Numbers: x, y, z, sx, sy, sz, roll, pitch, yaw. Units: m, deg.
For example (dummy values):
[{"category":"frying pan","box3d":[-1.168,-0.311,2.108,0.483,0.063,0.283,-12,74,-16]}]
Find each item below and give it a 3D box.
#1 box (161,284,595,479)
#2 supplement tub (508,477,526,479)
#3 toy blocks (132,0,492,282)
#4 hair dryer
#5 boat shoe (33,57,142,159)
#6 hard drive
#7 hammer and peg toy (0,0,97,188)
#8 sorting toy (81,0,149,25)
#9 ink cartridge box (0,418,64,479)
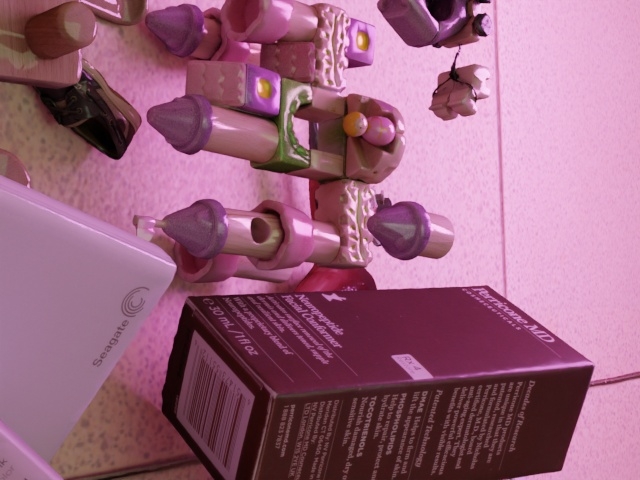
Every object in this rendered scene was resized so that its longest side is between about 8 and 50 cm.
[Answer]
[{"category":"box","box3d":[0.060,0.147,1.189,0.381,0.191,0.143,0,114,-34]},{"category":"supplement tub","box3d":[0.068,0.311,1.285,0.316,0.228,0.228,-19,102,-54]},{"category":"toy blocks","box3d":[-0.045,-0.112,1.103,0.260,0.309,0.289,11,78,-43]},{"category":"hair dryer","box3d":[0.000,0.000,1.349,0.224,0.080,0.294,55,33,-38]},{"category":"boat shoe","box3d":[-0.216,-0.123,1.074,0.152,0.056,0.049,37,53,-47]},{"category":"hard drive","box3d":[-0.291,0.054,0.869,0.233,0.047,0.353,-55,141,5]},{"category":"hammer and peg toy","box3d":[-0.293,-0.196,0.876,0.266,0.127,0.361,3,83,-43]},{"category":"sorting toy","box3d":[-0.230,-0.371,1.087,0.229,0.041,0.307,12,78,-53]},{"category":"ink cartridge box","box3d":[-0.330,0.144,0.740,0.226,0.131,0.306,-47,138,-15]}]
